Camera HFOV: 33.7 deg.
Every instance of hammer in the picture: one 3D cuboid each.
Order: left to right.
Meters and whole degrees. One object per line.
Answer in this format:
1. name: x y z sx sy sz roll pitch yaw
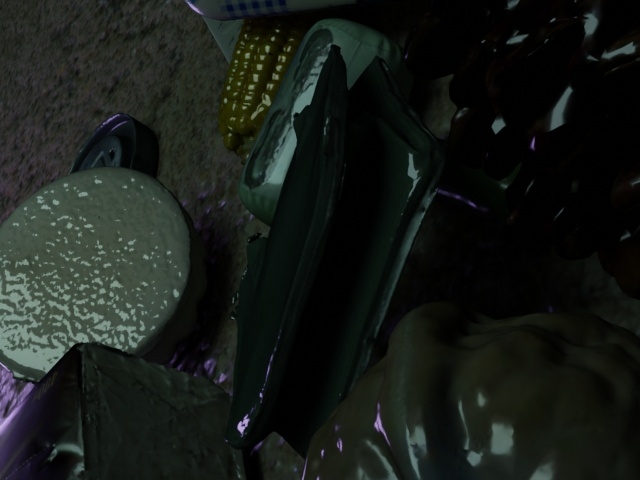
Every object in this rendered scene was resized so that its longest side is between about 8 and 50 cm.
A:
1. hammer: 0.070 -0.072 0.900 0.335 0.119 0.206 24 91 50

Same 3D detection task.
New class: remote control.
1. remote control: -0.091 -0.264 1.298 0.090 0.038 0.309 -52 36 19

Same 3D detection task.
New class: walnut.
1. walnut: 0.106 0.151 0.591 0.248 0.248 0.248 -32 45 40

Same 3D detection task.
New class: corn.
1. corn: -0.018 -0.242 1.107 0.120 0.120 0.363 -1 70 54

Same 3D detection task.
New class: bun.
1. bun: -0.238 0.064 1.196 0.263 0.175 0.263 -5 65 11

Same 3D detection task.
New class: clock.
1. clock: -0.297 -0.070 1.455 0.215 0.042 0.215 -33 45 40

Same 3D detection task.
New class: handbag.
1. handbag: -0.002 0.000 0.756 0.260 0.079 0.247 -102 28 -68

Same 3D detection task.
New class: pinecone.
1. pinecone: 0.200 -0.098 0.595 0.296 0.298 0.242 -104 7 -48

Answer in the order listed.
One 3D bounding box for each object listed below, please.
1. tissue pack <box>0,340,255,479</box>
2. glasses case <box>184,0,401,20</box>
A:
1. tissue pack: -0.240 0.293 1.003 0.370 0.198 0.210 -46 42 27
2. glasses case: 0.014 -0.280 0.990 0.327 0.076 0.125 -2 104 18
